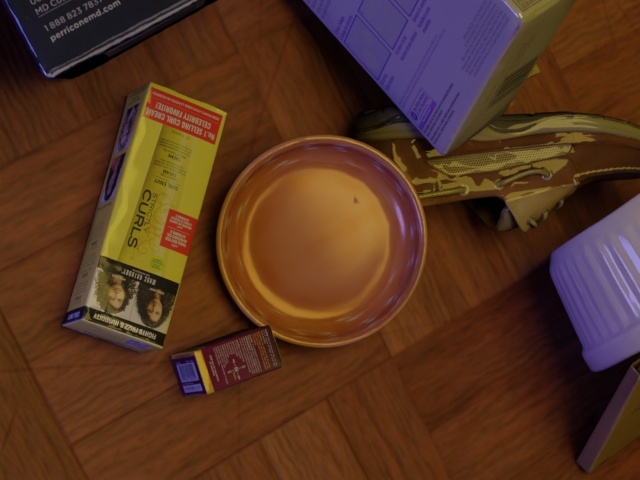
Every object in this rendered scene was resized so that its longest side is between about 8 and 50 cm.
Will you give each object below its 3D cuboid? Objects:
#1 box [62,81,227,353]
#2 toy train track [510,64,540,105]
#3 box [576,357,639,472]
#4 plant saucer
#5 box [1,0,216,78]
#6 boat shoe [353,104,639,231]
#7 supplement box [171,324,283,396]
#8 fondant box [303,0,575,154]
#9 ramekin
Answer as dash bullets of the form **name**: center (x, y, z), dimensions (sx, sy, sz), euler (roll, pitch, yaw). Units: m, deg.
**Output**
- **box**: center (-0.158, -0.020, 1.794), dimensions (0.087, 0.058, 0.232), euler (22, 72, -22)
- **toy train track**: center (0.193, -0.163, 2.030), dimensions (0.083, 0.014, 0.048), euler (-26, 87, -34)
- **box**: center (0.340, 0.139, 1.958), dimensions (0.164, 0.201, 0.021), euler (-32, 68, -27)
- **plant saucer**: center (0.000, 0.000, 1.854), dimensions (0.200, 0.037, 0.200), euler (0, 93, -8)
- **box**: center (-0.225, -0.353, 1.651), dimensions (0.212, 0.293, 0.395), euler (-29, 97, -1)
- **boat shoe**: center (0.183, -0.067, 1.958), dimensions (0.324, 0.122, 0.120), euler (2, 87, -19)
- **supplement box**: center (-0.086, 0.111, 1.812), dimensions (0.083, 0.055, 0.043), euler (-19, 92, -28)
- **fondant box**: center (0.069, -0.272, 1.798), dimensions (0.096, 0.238, 0.330), euler (-36, 77, -28)
- **ramekin**: center (0.350, 0.005, 1.949), dimensions (0.273, 0.273, 0.127), euler (-31, 85, -28)
